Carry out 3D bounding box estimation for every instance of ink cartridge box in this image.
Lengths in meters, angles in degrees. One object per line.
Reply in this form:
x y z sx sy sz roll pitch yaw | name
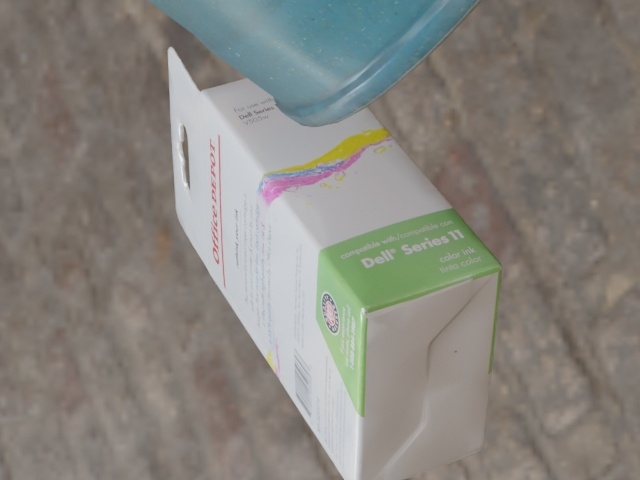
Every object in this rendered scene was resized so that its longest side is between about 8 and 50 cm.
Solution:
0.000 0.000 1.369 0.353 0.119 0.207 54 153 41 | ink cartridge box

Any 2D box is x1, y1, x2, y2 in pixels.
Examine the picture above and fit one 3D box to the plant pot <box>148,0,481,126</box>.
-0.040 -0.221 0.626 0.271 0.255 0.271 -51 20 26 | plant pot
